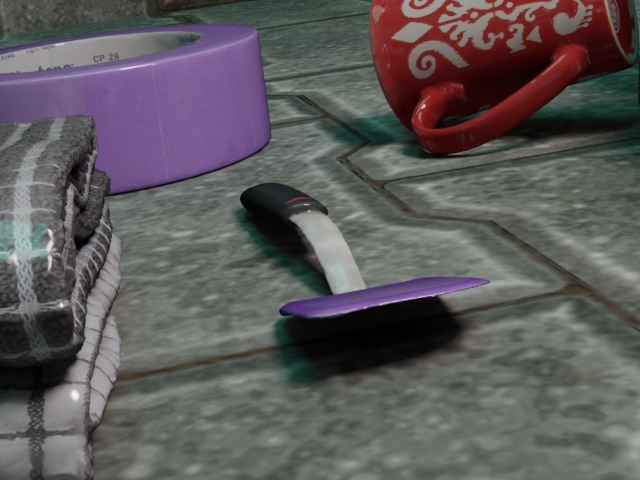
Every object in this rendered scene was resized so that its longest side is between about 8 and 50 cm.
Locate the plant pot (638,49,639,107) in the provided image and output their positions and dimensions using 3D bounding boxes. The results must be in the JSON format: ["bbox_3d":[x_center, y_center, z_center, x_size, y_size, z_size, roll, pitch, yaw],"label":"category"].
[{"bbox_3d":[0.326,-0.170,0.726,0.228,0.207,0.227,-4,16,6],"label":"plant pot"}]

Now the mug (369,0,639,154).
[{"bbox_3d":[0.137,-0.133,0.838,0.169,0.150,0.113,-11,-14,28],"label":"mug"}]

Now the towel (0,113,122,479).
[{"bbox_3d":[-0.205,0.013,0.482,0.235,0.121,0.284,-8,17,-7],"label":"towel"}]

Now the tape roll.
[{"bbox_3d":[-0.180,-0.108,0.927,0.274,0.090,0.275,-6,17,2],"label":"tape roll"}]

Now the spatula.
[{"bbox_3d":[0.000,0.000,0.597,0.084,0.030,0.296,-10,17,-13],"label":"spatula"}]
